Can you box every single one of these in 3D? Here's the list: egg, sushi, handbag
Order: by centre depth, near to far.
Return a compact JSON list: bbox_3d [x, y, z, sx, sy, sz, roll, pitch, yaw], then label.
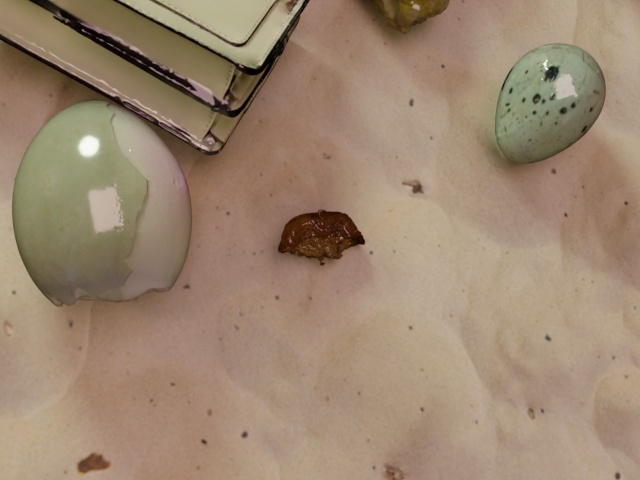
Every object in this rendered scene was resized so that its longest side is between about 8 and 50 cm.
[{"bbox_3d":[-0.228,-0.043,0.767,0.183,0.183,0.217,-6,88,-14],"label":"egg"},{"bbox_3d":[-0.212,-0.283,0.822,0.359,0.160,0.236,29,50,-7],"label":"handbag"},{"bbox_3d":[0.001,-0.002,0.877,0.118,0.061,0.060,-10,70,-16],"label":"sushi"},{"bbox_3d":[0.290,-0.175,0.941,0.131,0.131,0.164,36,81,-4],"label":"egg"}]

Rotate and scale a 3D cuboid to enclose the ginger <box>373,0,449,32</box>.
[{"bbox_3d":[0.079,-0.396,0.949,0.109,0.116,0.263,-29,81,-46],"label":"ginger"}]
